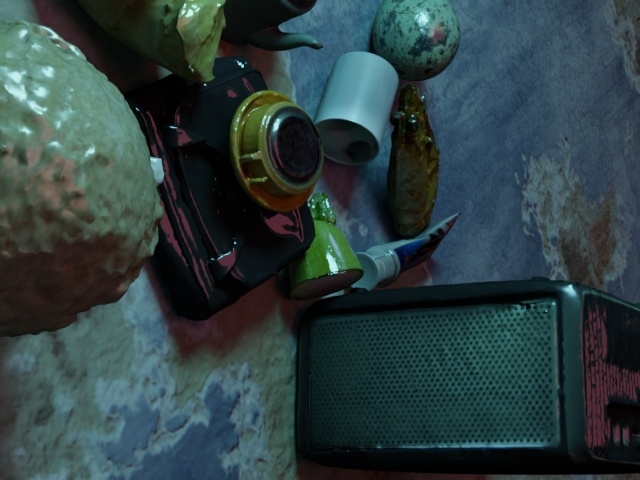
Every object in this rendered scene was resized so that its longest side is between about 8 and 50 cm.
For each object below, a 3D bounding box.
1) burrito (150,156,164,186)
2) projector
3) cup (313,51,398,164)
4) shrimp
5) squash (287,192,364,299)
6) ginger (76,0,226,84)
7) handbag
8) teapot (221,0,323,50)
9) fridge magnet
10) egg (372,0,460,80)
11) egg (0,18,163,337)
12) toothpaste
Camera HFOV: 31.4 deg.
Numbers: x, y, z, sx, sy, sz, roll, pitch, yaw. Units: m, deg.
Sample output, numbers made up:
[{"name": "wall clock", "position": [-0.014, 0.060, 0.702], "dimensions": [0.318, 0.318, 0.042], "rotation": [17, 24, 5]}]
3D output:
[{"name": "burrito", "position": [-0.241, -0.043, 1.150], "dimensions": [0.203, 0.064, 0.064], "rotation": [-22, 102, -42]}, {"name": "projector", "position": [0.234, 0.188, 1.512], "dimensions": [0.395, 0.405, 0.242], "rotation": [20, 68, -53]}, {"name": "cup", "position": [0.041, -0.175, 1.597], "dimensions": [0.099, 0.136, 0.133], "rotation": [24, 57, -13]}, {"name": "shrimp", "position": [0.142, -0.123, 1.683], "dimensions": [0.294, 0.062, 0.154], "rotation": [84, 27, -50]}, {"name": "squash", "position": [-0.008, 0.000, 1.492], "dimensions": [0.105, 0.105, 0.132], "rotation": [7, 62, -55]}, {"name": "ginger", "position": [-0.193, -0.284, 1.220], "dimensions": [0.267, 0.152, 0.138], "rotation": [44, 74, -20]}, {"name": "handbag", "position": [-0.119, -0.067, 1.339], "dimensions": [0.244, 0.088, 0.275], "rotation": [-33, 112, -49]}, {"name": "teapot", "position": [-0.062, -0.347, 1.413], "dimensions": [0.162, 0.149, 0.239], "rotation": [-25, 105, -53]}, {"name": "fridge magnet", "position": [-0.048, -0.104, 1.314], "dimensions": [0.143, 0.063, 0.143], "rotation": [10, 76, -46]}, {"name": "egg", "position": [0.144, -0.320, 1.723], "dimensions": [0.132, 0.132, 0.172], "rotation": [44, 38, -43]}, {"name": "egg", "position": [-0.278, -0.054, 0.938], "dimensions": [0.310, 0.279, 0.279], "rotation": [37, 52, -23]}, {"name": "toothpaste", "position": [0.128, 0.019, 1.682], "dimensions": [0.061, 0.096, 0.266], "rotation": [44, 31, 16]}]
